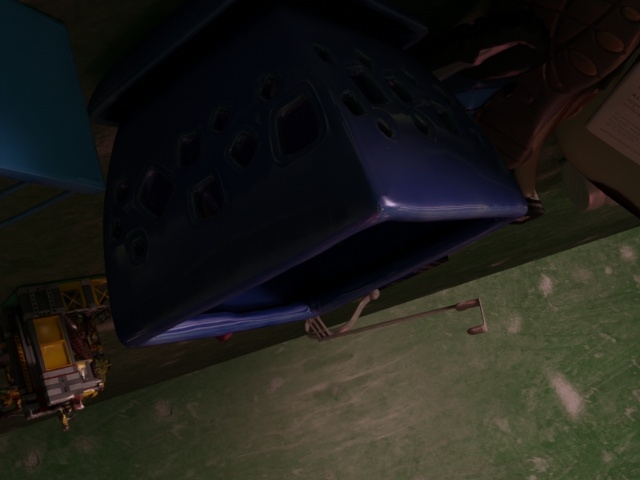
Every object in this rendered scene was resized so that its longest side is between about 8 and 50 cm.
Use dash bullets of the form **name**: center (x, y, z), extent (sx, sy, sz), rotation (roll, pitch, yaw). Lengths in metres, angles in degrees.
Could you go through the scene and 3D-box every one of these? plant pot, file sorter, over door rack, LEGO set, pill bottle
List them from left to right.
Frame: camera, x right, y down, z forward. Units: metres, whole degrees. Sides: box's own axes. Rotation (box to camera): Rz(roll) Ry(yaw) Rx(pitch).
- **file sorter**: center (-0.227, -0.077, 0.421), extent (0.104, 0.118, 0.170), rotation (-21, 168, 20)
- **LEGO set**: center (-0.369, 0.185, 1.116), extent (0.331, 0.192, 0.254), rotation (-29, 164, 36)
- **plant pot**: center (-0.021, -0.066, 0.559), extent (0.235, 0.212, 0.236), rotation (-27, 166, 32)
- **over door rack**: center (0.083, 0.054, 1.177), extent (0.324, 0.108, 0.240), rotation (-6, 140, 24)
- **pill bottle**: center (0.575, -0.136, 1.389), extent (0.221, 0.121, 0.121), rotation (-19, 167, -4)

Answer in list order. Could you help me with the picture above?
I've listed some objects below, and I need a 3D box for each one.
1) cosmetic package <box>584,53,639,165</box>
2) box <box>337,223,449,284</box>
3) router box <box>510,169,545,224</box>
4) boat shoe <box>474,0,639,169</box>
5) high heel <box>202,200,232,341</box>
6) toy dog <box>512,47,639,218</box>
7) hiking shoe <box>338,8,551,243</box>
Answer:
- **cosmetic package**: center (0.372, -0.195, 0.532), extent (0.217, 0.156, 0.385), rotation (-51, 170, -18)
- **box**: center (0.110, 0.025, 1.404), extent (0.184, 0.103, 0.261), rotation (-23, 167, 23)
- **router box**: center (0.243, -0.091, 1.041), extent (0.046, 0.133, 0.178), rotation (-29, 164, 31)
- **boat shoe**: center (0.230, -0.189, 0.687), extent (0.116, 0.123, 0.324), rotation (-33, 170, -23)
- **high heel**: center (0.000, 0.000, 0.934), extent (0.377, 0.182, 0.127), rotation (-14, 166, -26)
- **toy dog**: center (0.452, -0.061, 0.861), extent (0.395, 0.408, 0.284), rotation (-24, 166, 14)
- **hiking shoe**: center (0.099, -0.104, 0.711), extent (0.304, 0.132, 0.113), rotation (-26, -165, 44)
